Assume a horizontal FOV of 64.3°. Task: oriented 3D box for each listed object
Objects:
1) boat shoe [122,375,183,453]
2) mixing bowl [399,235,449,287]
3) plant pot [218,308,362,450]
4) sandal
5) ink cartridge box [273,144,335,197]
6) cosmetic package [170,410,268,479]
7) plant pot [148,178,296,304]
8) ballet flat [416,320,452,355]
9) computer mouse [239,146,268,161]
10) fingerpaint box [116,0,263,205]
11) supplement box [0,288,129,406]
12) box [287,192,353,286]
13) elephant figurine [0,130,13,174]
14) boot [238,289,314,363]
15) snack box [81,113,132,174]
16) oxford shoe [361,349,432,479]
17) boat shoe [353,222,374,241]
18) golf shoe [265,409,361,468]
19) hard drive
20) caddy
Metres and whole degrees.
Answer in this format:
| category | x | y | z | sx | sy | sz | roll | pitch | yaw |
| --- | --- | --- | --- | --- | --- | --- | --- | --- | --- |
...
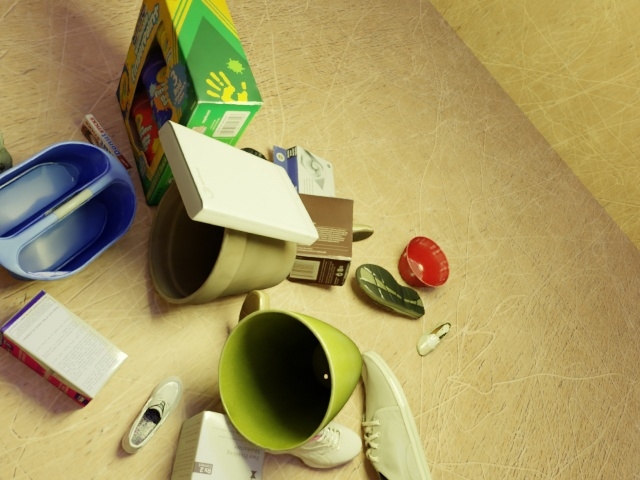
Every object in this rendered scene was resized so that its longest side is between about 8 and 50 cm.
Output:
| category | x | y | z | sx | sy | sz | roll | pitch | yaw |
| --- | --- | --- | --- | --- | --- | --- | --- | --- | --- |
| boat shoe | -0.357 | 0.369 | 1.102 | 0.066 | 0.063 | 0.184 | 44 | 49 | -5 |
| mixing bowl | 0.329 | 0.086 | 1.699 | 0.181 | 0.098 | 0.181 | 16 | 57 | -27 |
| plant pot | -0.026 | 0.284 | 1.130 | 0.293 | 0.275 | 0.274 | 10 | 55 | -61 |
| sandal | 0.211 | 0.176 | 1.586 | 0.303 | 0.086 | 0.120 | 34 | 43 | -33 |
| ink cartridge box | -0.046 | -0.187 | 1.611 | 0.224 | 0.045 | 0.223 | 18 | 55 | -38 |
| cosmetic package | -0.218 | 0.477 | 1.075 | 0.151 | 0.151 | 0.183 | 20 | 55 | -24 |
| plant pot | -0.220 | 0.011 | 1.266 | 0.280 | 0.323 | 0.323 | 16 | 55 | -45 |
| ballet flat | 0.367 | 0.305 | 1.630 | 0.168 | 0.052 | 0.057 | -34 | 86 | -41 |
| computer mouse | -0.157 | -0.209 | 1.588 | 0.242 | 0.041 | 0.071 | 33 | 43 | -22 |
| fingerpaint box | -0.352 | -0.353 | 1.262 | 0.163 | 0.445 | 0.371 | -8 | 70 | -36 |
| supplement box | -0.524 | 0.224 | 1.042 | 0.220 | 0.111 | 0.114 | 39 | 50 | -9 |
| box | 0.000 | 0.000 | 1.449 | 0.167 | 0.168 | 0.203 | 6 | 60 | -3 |
| elephant figurine | -0.759 | -0.188 | 1.110 | 0.239 | 0.186 | 0.169 | -2 | 32 | -46 |
| boot | -0.098 | 0.248 | 1.278 | 0.203 | 0.095 | 0.262 | -1 | 94 | -36 |
| snack box | -0.552 | -0.236 | 1.313 | 0.178 | 0.064 | 0.022 | 52 | 47 | 2 |
| oxford shoe | 0.173 | 0.510 | 1.328 | 0.130 | 0.169 | 0.449 | -12 | 71 | -15 |
| boat shoe | 0.086 | -0.039 | 1.633 | 0.190 | 0.068 | 0.072 | -2 | 55 | -34 |
| golf shoe | -0.014 | 0.474 | 1.225 | 0.306 | 0.140 | 0.115 | 20 | 54 | -25 |
| hard drive | -0.166 | -0.114 | 1.110 | 0.353 | 0.047 | 0.233 | 14 | 43 | -53 |
| caddy | -0.561 | -0.062 | 1.094 | 0.241 | 0.179 | 0.341 | 56 | 46 | -20 |
